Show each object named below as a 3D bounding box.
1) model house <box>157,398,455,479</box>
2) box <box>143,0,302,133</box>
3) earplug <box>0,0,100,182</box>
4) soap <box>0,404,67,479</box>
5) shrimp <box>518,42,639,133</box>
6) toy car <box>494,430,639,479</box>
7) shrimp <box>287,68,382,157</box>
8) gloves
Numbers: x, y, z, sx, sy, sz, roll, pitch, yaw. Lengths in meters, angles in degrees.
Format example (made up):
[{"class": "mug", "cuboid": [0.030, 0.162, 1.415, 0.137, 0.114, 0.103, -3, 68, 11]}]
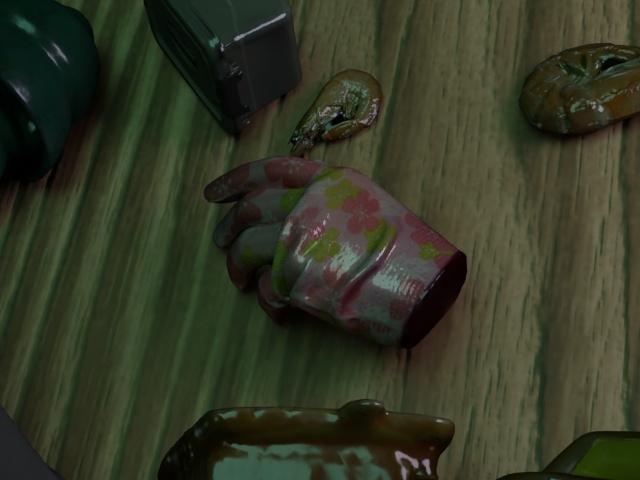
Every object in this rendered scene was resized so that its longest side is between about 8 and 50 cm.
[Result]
[{"class": "model house", "cuboid": [-0.023, 0.239, 1.020, 0.199, 0.220, 0.229, 7, 67, -6]}, {"class": "box", "cuboid": [-0.089, -0.196, 1.347, 0.092, 0.124, 0.172, -29, 56, -14]}, {"class": "earplug", "cuboid": [-0.339, -0.134, 1.365, 0.257, 0.164, 0.280, 24, 53, 41]}, {"class": "soap", "cuboid": [-0.423, 0.098, 1.076, 0.350, 0.435, 0.213, 24, 64, 32]}, {"class": "shrimp", "cuboid": [0.256, -0.137, 1.252, 0.180, 0.041, 0.099, -14, 41, 10]}, {"class": "toy car", "cuboid": [0.212, 0.213, 0.977, 0.247, 0.204, 0.198, -3, 35, 14]}, {"class": "shrimp", "cuboid": [0.015, -0.108, 1.314, 0.059, 0.023, 0.108, 27, 71, 20]}, {"class": "gloves", "cuboid": [-0.003, -0.004, 1.199, 0.241, 0.126, 0.145, 28, 75, 21]}]
